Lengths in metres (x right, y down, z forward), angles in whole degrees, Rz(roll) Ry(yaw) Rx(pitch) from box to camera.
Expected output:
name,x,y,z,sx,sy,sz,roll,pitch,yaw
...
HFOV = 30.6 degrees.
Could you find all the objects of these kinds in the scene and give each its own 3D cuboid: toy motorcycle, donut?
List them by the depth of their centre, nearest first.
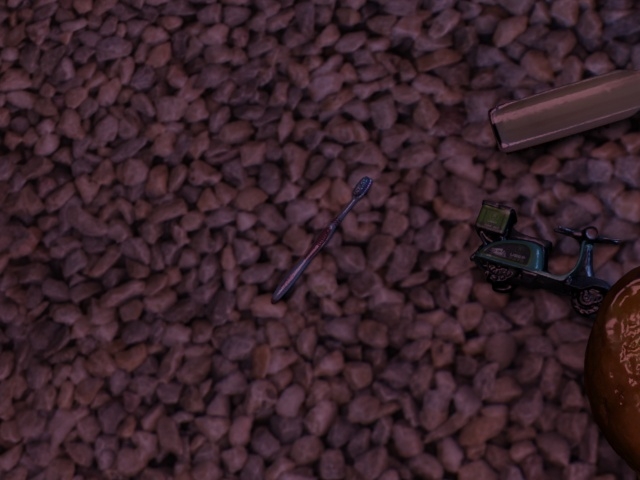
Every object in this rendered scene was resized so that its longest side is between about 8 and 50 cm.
name,x,y,z,sx,sy,sz,roll,pitch,yaw
donut,0.428,0.126,1.188,0.317,0.150,0.299,-47,66,1
toy motorcycle,0.251,0.021,1.314,0.173,0.058,0.100,17,76,22

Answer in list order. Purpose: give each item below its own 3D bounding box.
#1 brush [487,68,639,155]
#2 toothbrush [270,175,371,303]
name,x,y,z,sx,sy,sz,roll,pitch,yaw
brush,0.353,-0.164,1.340,0.320,0.050,0.060,-16,69,4
toothbrush,0.000,0.000,1.414,0.013,0.019,0.193,38,91,21
